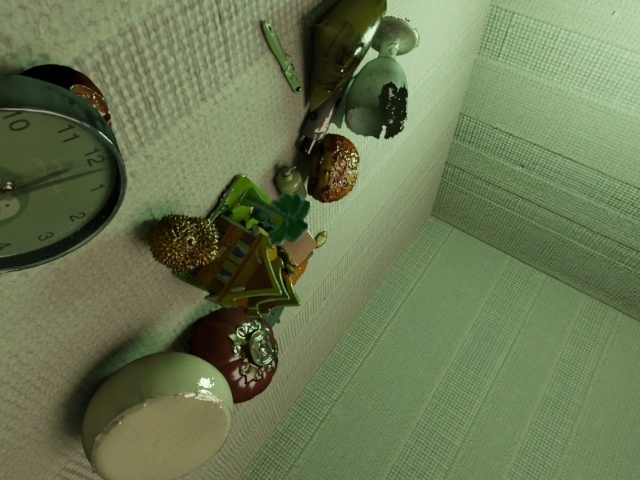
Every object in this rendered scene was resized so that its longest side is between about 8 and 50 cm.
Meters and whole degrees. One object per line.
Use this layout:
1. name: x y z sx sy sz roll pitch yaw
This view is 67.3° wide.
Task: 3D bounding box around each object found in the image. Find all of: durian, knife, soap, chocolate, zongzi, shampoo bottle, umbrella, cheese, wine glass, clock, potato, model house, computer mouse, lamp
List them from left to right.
1. clock: -0.429 -0.074 0.660 0.318 0.066 0.319 -29 153 -16
2. chocolate: -0.377 -0.181 0.711 0.128 0.124 0.133 -91 -174 -46
3. durian: -0.309 0.004 1.087 0.158 0.168 0.137 19 85 -32
4. lamp: -0.270 0.355 1.511 0.303 0.256 0.304 28 54 -46
5. computer mouse: -0.207 0.274 1.827 0.167 0.090 0.379 -56 166 -14
6. model house: -0.146 0.042 1.296 0.358 0.312 0.242 -57 155 -9
7. cheese: -0.136 -0.030 1.550 0.128 0.202 0.177 -44 124 -27
8. knife: -0.089 -0.450 1.200 0.043 0.019 0.293 -59 161 -7
9. shampoo bottle: -0.093 -0.175 1.482 0.079 0.079 0.162 -55 159 -14
10. potato: 0.000 0.000 2.003 0.046 0.045 0.092 47 68 -32
11. umbrella: 0.022 -0.414 1.439 0.338 0.073 0.067 -64 165 11
12. zongzi: 0.062 -0.533 1.332 0.274 0.145 0.300 -58 179 -25
13. soap: 0.104 -0.462 1.582 0.198 0.066 0.119 -43 156 -40
14. wine glass: 0.186 -0.483 1.455 0.190 0.190 0.358 62 38 -67

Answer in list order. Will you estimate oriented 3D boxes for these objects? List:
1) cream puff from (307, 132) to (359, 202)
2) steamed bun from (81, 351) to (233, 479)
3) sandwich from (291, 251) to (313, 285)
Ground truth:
1. cream puff: 0.043 -0.227 1.552 0.240 0.163 0.240 25 90 -89
2. steamed bun: -0.421 0.445 1.260 0.373 0.241 0.375 -13 125 -20
3. sandwich: -0.119 0.105 1.813 0.235 0.079 0.159 -50 162 -25
